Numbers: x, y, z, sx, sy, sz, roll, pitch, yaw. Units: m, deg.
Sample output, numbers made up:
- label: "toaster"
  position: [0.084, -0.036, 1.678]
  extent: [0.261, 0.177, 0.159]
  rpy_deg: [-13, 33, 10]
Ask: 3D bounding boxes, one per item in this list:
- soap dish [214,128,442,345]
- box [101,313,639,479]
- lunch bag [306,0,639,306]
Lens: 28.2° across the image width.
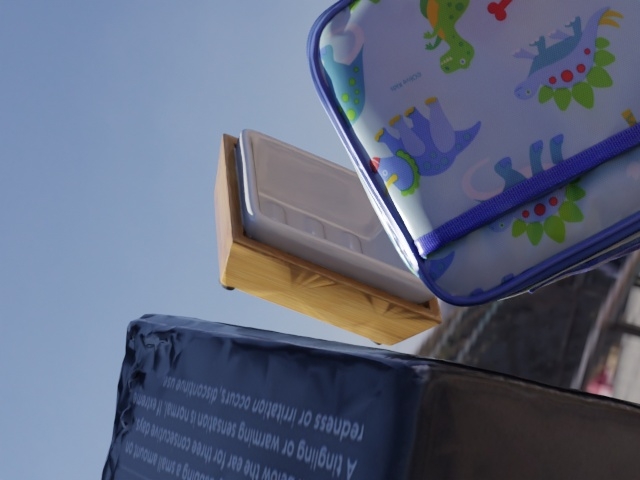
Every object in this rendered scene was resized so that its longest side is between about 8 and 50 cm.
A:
- label: "soap dish"
  position: [0.000, 0.000, 1.579]
  extent: [0.118, 0.290, 0.229]
  rpy_deg: [-55, 26, 28]
- label: "box"
  position: [0.127, 0.311, 0.537]
  extent: [0.297, 0.479, 0.472]
  rpy_deg: [1, 78, 66]
- label: "lunch bag"
  position: [0.119, -0.074, 0.612]
  extent: [0.176, 0.219, 0.090]
  rpy_deg: [65, -170, 8]
